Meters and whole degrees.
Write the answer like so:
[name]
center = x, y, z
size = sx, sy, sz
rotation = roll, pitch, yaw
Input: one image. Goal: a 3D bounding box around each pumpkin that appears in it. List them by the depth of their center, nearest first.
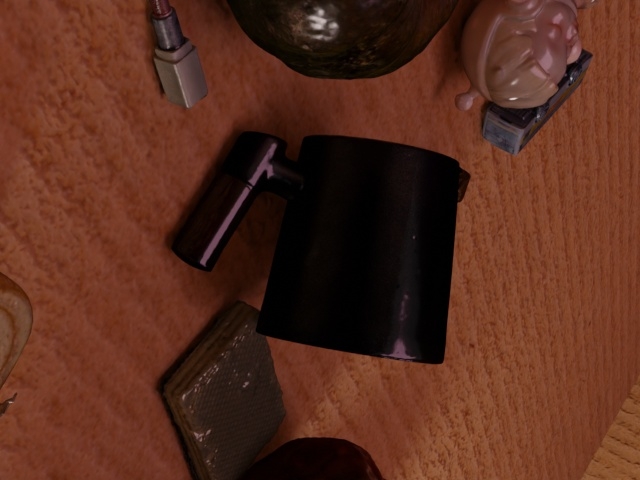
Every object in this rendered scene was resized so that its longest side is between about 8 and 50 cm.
[pumpkin]
center = 0.043, -0.237, 0.822
size = 0.260, 0.189, 0.260
rotation = -42, 147, -36

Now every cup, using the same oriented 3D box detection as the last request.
[cup]
center = 0.014, 0.002, 0.960
size = 0.239, 0.166, 0.177
rotation = 12, 88, -45

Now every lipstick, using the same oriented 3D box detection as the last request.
[lipstick]
center = -0.108, -0.145, 0.811
size = 0.025, 0.025, 0.107
rotation = -47, 143, -30

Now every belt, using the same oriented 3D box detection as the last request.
[belt]
center = 0.138, -0.069, 1.280
size = 0.083, 0.059, 0.036
rotation = -10, 122, -57

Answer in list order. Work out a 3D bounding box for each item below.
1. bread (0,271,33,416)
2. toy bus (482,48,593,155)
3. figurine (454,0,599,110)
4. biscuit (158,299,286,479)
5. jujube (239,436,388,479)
[bread]
center = -0.248, 0.076, 0.694
size = 0.149, 0.073, 0.122
rotation = -60, 151, -9
[toy bus]
center = 0.272, -0.184, 1.424
size = 0.190, 0.064, 0.075
rotation = -46, 160, -32
[figurine]
center = 0.227, -0.252, 1.218
size = 0.257, 0.144, 0.182
rotation = -63, 174, -7
[biscuit]
center = -0.087, 0.158, 1.092
size = 0.121, 0.040, 0.199
rotation = -50, 151, -28
[jujube]
center = -0.054, 0.353, 1.152
size = 0.342, 0.216, 0.216
rotation = -44, 148, -19
